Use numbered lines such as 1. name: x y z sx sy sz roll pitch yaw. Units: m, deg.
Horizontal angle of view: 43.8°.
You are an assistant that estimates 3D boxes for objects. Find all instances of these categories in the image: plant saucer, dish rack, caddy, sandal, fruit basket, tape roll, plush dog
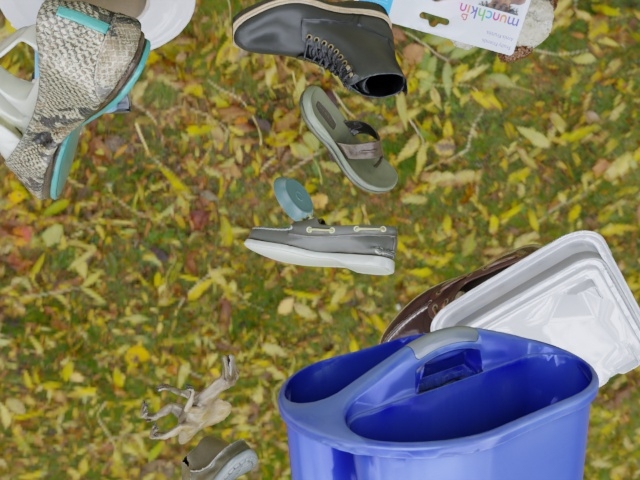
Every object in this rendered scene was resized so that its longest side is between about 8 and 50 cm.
1. plant saucer: -0.052 -0.091 1.705 0.021 0.119 0.119 -34 125 28
2. dish rack: 0.355 0.156 1.220 0.285 0.072 0.333 -33 131 12
3. caddy: 0.119 0.174 0.793 0.341 0.241 0.179 -9 104 -38
4. sandal: 0.073 -0.208 1.667 0.086 0.120 0.303 -22 130 32
5. fruit basket: 0.256 -0.541 1.418 0.327 0.165 0.353 13 102 -11
6. tape roll: -0.327 -0.390 1.159 0.286 0.100 0.286 -6 157 -3
7. plush dog: 0.465 -0.566 1.949 0.225 0.210 0.262 32 94 1

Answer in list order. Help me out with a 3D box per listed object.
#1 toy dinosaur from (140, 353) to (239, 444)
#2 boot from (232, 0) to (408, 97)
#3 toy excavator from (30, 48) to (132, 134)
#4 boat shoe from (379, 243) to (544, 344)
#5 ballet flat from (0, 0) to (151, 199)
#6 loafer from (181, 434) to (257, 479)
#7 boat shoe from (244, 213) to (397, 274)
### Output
1. toy dinosaur: -0.146 0.196 0.875 0.093 0.053 0.183 6 135 -31
2. boot: 0.001 -0.221 0.938 0.198 0.137 0.077 -8 143 -8
3. toy excavator: -0.545 -0.383 1.726 0.222 0.433 0.445 -3 168 -6
4. boat shoe: 0.234 0.117 1.312 0.342 0.123 0.123 -31 81 17
5. ballet flat: -0.398 -0.204 1.142 0.182 0.164 0.483 24 153 -22
6. loafer: -0.186 0.374 1.335 0.094 0.087 0.251 -22 166 -36
7. boat shoe: 0.001 0.001 1.543 0.305 0.091 0.109 7 167 19
